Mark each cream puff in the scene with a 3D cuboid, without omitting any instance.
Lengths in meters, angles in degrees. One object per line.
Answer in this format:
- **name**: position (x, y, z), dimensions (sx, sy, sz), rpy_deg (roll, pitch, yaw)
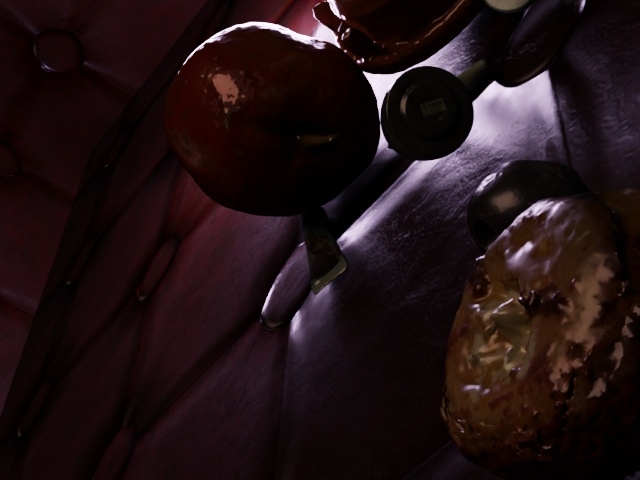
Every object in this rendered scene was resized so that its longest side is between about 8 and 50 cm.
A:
- **cream puff**: position (0.196, 0.075, 0.899), dimensions (0.240, 0.163, 0.240), rpy_deg (-163, 90, -76)

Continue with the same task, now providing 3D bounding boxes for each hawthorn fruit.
- **hawthorn fruit**: position (-0.051, -0.156, 1.623), dimensions (0.287, 0.287, 0.330), rpy_deg (-59, 29, -2)

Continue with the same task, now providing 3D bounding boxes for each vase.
- **vase**: position (0.186, 0.023, 1.085), dimensions (0.120, 0.120, 0.183), rpy_deg (-9, 70, 64)

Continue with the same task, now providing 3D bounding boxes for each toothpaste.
- **toothpaste**: position (0.000, 0.000, 1.634), dimensions (0.062, 0.037, 0.216), rpy_deg (-43, 27, 16)

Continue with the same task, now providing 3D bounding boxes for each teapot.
- **teapot**: position (0.127, -0.163, 1.470), dimensions (0.108, 0.111, 0.149), rpy_deg (144, 148, -75)

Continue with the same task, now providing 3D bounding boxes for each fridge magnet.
- **fridge magnet**: position (0.140, -0.399, 1.685), dimensions (0.363, 0.155, 0.364), rpy_deg (-36, 37, 33)

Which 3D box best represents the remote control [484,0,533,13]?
- **remote control**: position (0.282, -0.398, 1.504), dimensions (0.097, 0.045, 0.256), rpy_deg (31, 92, 36)
